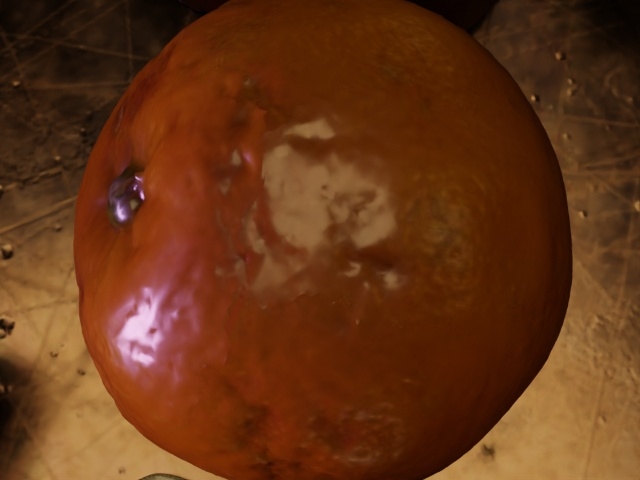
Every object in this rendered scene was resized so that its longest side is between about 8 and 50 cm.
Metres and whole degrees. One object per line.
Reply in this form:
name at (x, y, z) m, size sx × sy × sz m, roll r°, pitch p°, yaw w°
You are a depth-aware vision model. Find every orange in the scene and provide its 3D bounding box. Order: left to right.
orange at (0.000, 0.000, 0.556) m, size 0.261 × 0.261 × 0.261 m, roll 0°, pitch 77°, yaw 0°

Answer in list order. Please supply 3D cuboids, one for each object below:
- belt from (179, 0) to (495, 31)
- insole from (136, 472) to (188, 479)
belt at (-0.028, -0.253, 0.686) m, size 0.338 × 0.122 × 0.217 m, roll 33°, pitch 81°, yaw 9°
insole at (-0.131, 0.253, 0.620) m, size 0.081 × 0.011 × 0.248 m, roll 20°, pitch 78°, yaw 4°
